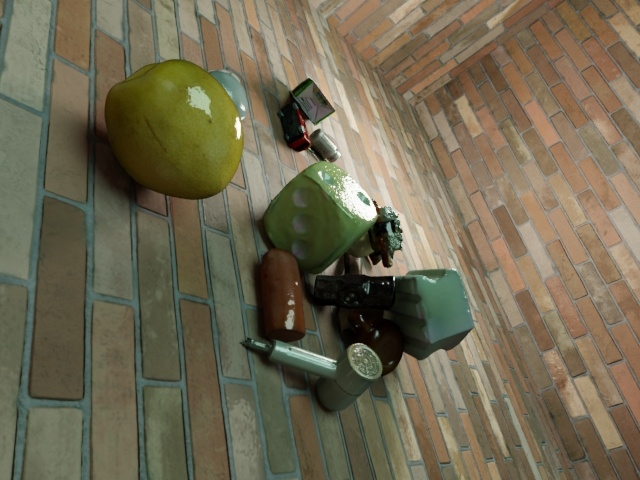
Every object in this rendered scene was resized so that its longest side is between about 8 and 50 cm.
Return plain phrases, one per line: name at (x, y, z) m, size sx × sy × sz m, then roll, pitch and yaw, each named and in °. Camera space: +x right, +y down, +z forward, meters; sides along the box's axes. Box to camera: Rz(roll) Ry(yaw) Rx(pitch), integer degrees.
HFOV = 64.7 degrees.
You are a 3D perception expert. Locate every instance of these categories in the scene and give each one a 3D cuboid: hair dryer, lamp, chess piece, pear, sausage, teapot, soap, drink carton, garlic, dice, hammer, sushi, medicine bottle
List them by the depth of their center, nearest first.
pear at (-0.325, -0.248, 1.145) m, size 0.314 × 0.314 × 0.314 m, roll 40°, pitch 32°, yaw -32°
hair dryer at (-0.039, 0.305, 1.253) m, size 0.357 × 0.173 × 0.108 m, roll 24°, pitch 34°, yaw -19°
sausage at (-0.101, 0.136, 1.325) m, size 0.113 × 0.113 × 0.259 m, roll 31°, pitch 39°, yaw -42°
dice at (0.000, -0.067, 1.505) m, size 0.250 × 0.252 × 0.254 m, roll 46°, pitch 25°, yaw 5°
teapot at (0.155, 0.312, 1.556) m, size 0.178 × 0.135 × 0.252 m, roll -50°, pitch 116°, yaw -27°
sushi at (0.206, -0.025, 1.598) m, size 0.097 × 0.103 × 0.226 m, roll 5°, pitch 75°, yaw -60°
soap at (0.313, 0.227, 1.606) m, size 0.446 × 0.156 × 0.262 m, roll 152°, pitch -77°, yaw -79°
lamp at (-0.301, -0.473, 1.621) m, size 0.179 × 0.107 × 0.246 m, roll 47°, pitch 28°, yaw -30°
hammer at (0.111, 0.108, 1.657) m, size 0.409 × 0.242 × 0.095 m, roll -78°, pitch 168°, yaw -73°
garlic at (0.157, 0.245, 1.670) m, size 0.266 × 0.149 × 0.128 m, roll 30°, pitch 2°, yaw -36°
chess piece at (0.076, -0.073, 1.700) m, size 0.300 × 0.167 × 0.167 m, roll 51°, pitch 24°, yaw 21°
drink carton at (-0.037, -0.579, 2.095) m, size 0.161 × 0.108 × 0.271 m, roll 52°, pitch 8°, yaw -18°
medicine bottle at (0.018, -0.390, 2.096) m, size 0.140 × 0.079 × 0.079 m, roll 43°, pitch 31°, yaw -27°

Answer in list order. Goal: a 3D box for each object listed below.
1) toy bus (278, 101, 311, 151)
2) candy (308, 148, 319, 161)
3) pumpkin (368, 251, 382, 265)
toy bus at (-0.097, -0.444, 1.965) m, size 0.089 × 0.081 × 0.195 m, roll 35°, pitch 34°, yaw -55°
candy at (-0.035, -0.359, 2.037) m, size 0.123 × 0.035 × 0.035 m, roll 49°, pitch 30°, yaw -34°
pumpkin at (0.169, -0.057, 1.951) m, size 0.163 × 0.111 × 0.279 m, roll 21°, pitch 44°, yaw -60°
